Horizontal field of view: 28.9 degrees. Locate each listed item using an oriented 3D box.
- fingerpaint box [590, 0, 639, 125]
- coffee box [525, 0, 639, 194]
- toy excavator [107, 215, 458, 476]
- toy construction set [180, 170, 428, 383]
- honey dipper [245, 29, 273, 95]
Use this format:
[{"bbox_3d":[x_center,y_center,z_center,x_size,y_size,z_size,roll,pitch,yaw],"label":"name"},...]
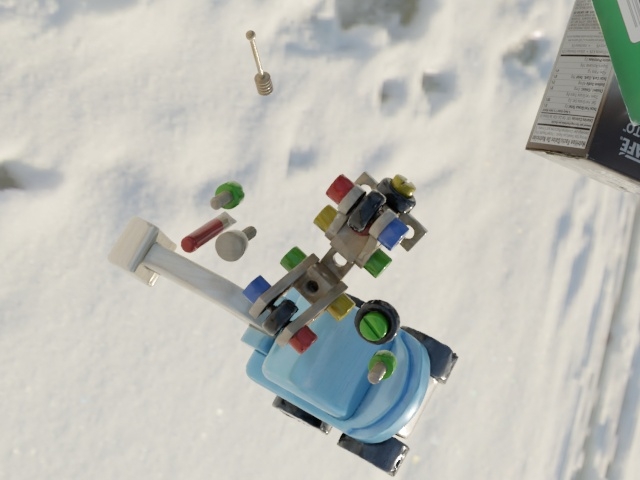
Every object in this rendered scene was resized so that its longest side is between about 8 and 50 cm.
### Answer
[{"bbox_3d":[0.528,-0.257,1.095,0.371,0.445,0.163,-18,90,-44],"label":"fingerpaint box"},{"bbox_3d":[0.380,-0.213,1.466,0.168,0.119,0.297,18,89,-30],"label":"coffee box"},{"bbox_3d":[-0.059,0.132,1.901,0.222,0.433,0.445,-59,145,-9],"label":"toy excavator"},{"bbox_3d":[0.000,0.000,1.682,0.237,0.309,0.257,-41,147,-64],"label":"toy construction set"},{"bbox_3d":[-0.108,-0.312,2.165,0.030,0.030,0.160,-59,159,-25],"label":"honey dipper"}]
